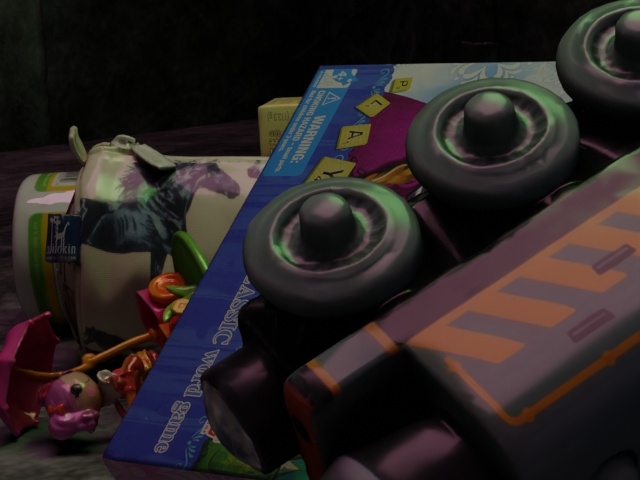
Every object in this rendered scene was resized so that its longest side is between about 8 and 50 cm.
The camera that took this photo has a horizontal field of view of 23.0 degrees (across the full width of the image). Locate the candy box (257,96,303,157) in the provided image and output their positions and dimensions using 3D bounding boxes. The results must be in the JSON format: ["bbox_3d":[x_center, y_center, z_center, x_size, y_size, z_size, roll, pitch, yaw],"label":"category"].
[{"bbox_3d":[0.107,-0.046,1.461,0.316,0.183,0.087,-2,10,7],"label":"candy box"}]

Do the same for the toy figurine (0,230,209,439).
[{"bbox_3d":[-0.137,0.091,1.046,0.159,0.130,0.173,-20,39,-15],"label":"toy figurine"}]

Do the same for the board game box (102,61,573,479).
[{"bbox_3d":[0.086,0.028,0.860,0.318,0.066,0.319,2,48,30],"label":"board game box"}]

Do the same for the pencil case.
[{"bbox_3d":[0.000,0.000,1.221,0.410,0.184,0.160,-2,23,0],"label":"pencil case"}]

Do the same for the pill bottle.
[{"bbox_3d":[-0.135,0.004,1.379,0.245,0.136,0.136,-2,9,4],"label":"pill bottle"}]

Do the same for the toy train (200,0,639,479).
[{"bbox_3d":[0.115,0.019,0.683,0.334,0.142,0.190,-31,48,-18],"label":"toy train"}]
